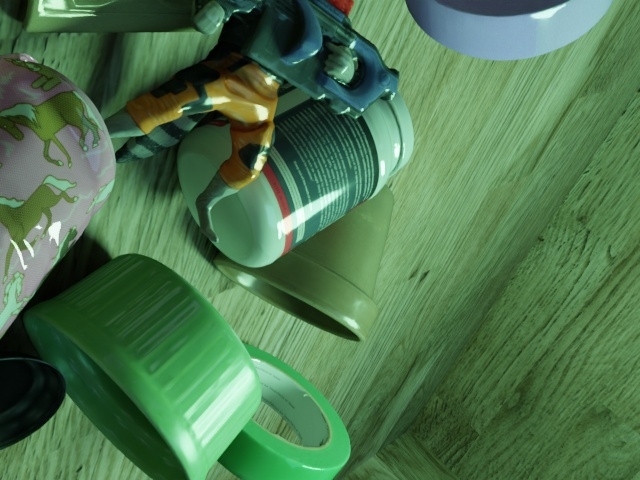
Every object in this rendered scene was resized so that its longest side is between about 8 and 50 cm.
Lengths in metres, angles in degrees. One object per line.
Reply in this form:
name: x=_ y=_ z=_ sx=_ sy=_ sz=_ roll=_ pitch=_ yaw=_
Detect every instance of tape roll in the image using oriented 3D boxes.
tape roll: x=-0.096 y=0.310 z=1.348 sx=0.077 sy=0.321 sz=0.321 roll=-54 pitch=155 yaw=13
tape roll: x=0.233 y=-0.362 z=0.937 sx=0.275 sy=0.275 sz=0.090 roll=-44 pitch=155 yaw=-8

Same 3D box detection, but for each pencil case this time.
pencil case: x=-0.294 y=0.027 z=0.520 sx=0.167 sy=0.160 sz=0.386 roll=-55 pitch=-173 yaw=47

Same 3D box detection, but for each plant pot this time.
plant pot: x=0.000 y=0.000 z=1.182 sx=0.229 sy=0.263 sz=0.263 roll=-63 pitch=159 yaw=-13

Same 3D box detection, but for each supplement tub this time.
supplement tub: x=-0.030 y=-0.106 z=0.990 sx=0.272 sy=0.191 sz=0.191 roll=-33 pitch=152 yaw=-29

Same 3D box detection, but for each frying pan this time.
frying pan: x=-0.470 y=0.209 z=0.906 sx=0.326 sy=0.053 sz=0.197 roll=-6 pitch=136 yaw=-37

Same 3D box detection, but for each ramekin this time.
ramekin: x=-0.217 y=0.162 z=0.967 sx=0.148 sy=0.303 sz=0.303 roll=-43 pitch=157 yaw=-30

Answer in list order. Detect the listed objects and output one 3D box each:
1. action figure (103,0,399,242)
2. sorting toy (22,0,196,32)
action figure: x=-0.109 y=-0.198 z=0.746 sx=0.341 sy=0.178 sz=0.330 roll=37 pitch=93 yaw=-36
sorting toy: x=-0.190 y=-0.282 z=0.655 sx=0.307 sy=0.041 sz=0.229 roll=-17 pitch=144 yaw=-46
